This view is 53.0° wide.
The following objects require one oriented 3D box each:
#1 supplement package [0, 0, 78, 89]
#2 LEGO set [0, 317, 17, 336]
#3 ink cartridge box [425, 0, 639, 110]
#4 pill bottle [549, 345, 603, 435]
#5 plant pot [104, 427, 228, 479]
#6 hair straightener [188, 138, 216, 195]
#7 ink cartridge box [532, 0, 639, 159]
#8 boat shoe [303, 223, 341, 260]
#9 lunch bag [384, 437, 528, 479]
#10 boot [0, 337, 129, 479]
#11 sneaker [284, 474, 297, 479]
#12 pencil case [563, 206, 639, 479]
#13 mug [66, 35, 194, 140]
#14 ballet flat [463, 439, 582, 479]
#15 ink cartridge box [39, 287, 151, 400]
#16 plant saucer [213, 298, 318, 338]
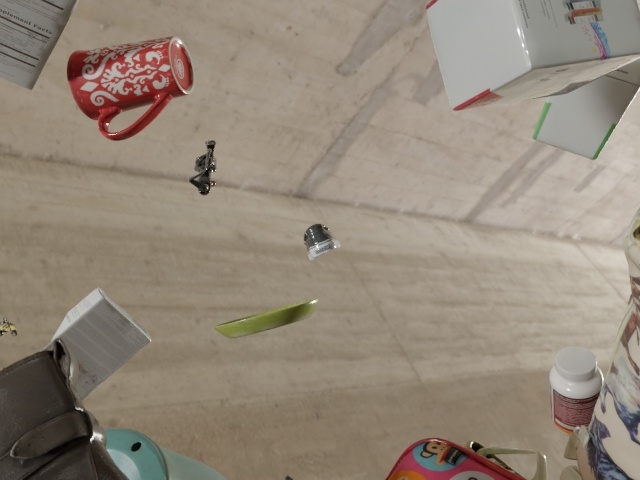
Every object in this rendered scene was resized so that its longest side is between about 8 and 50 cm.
[{"bbox_3d":[-0.444,-0.400,0.907,0.198,0.199,0.263,22,-42,-31],"label":"supplement package"},{"bbox_3d":[-0.280,0.077,0.497,0.083,0.054,0.023,-38,-59,-52],"label":"LEGO set"},{"bbox_3d":[0.232,-0.227,0.692,0.176,0.127,0.128,-13,-4,-26],"label":"ink cartridge box"},{"bbox_3d":[0.438,0.258,1.100,0.086,0.086,0.152,-23,-57,-11],"label":"pill bottle"},{"bbox_3d":[-0.193,0.344,0.679,0.272,0.271,0.255,-27,-51,-5],"label":"plant pot"},{"bbox_3d":[-0.206,-0.131,1.112,0.047,0.230,0.088,2,-79,-4],"label":"hair straightener"},{"bbox_3d":[0.480,-0.318,1.086,0.289,0.122,0.211,-62,-15,-22],"label":"ink cartridge box"},{"bbox_3d":[0.000,0.000,0.884,0.049,0.040,0.142,-25,-2,-2],"label":"boat shoe"},{"bbox_3d":[0.141,0.375,0.650,0.293,0.258,0.120,-50,-43,-25],"label":"lunch bag"},{"bbox_3d":[-0.204,0.209,0.385,0.263,0.229,0.091,-42,-24,-29],"label":"boot"},{"bbox_3d":[-0.050,0.322,0.623,0.170,0.089,0.051,-53,-9,9],"label":"sneaker"},{"bbox_3d":[0.367,0.145,0.658,0.160,0.184,0.410,-59,-30,-45],"label":"pencil case"},{"bbox_3d":[-0.293,-0.246,1.030,0.169,0.113,0.150,-9,-75,13],"label":"mug"},{"bbox_3d":[0.333,0.374,0.945,0.123,0.123,0.349,-2,1,-35],"label":"ballet flat"},{"bbox_3d":[-0.555,0.253,1.536,0.232,0.066,0.189,-40,-51,-7],"label":"ink cartridge box"},{"bbox_3d":[-0.116,0.176,1.425,0.241,0.037,0.241,-15,-3,-1],"label":"plant saucer"}]
